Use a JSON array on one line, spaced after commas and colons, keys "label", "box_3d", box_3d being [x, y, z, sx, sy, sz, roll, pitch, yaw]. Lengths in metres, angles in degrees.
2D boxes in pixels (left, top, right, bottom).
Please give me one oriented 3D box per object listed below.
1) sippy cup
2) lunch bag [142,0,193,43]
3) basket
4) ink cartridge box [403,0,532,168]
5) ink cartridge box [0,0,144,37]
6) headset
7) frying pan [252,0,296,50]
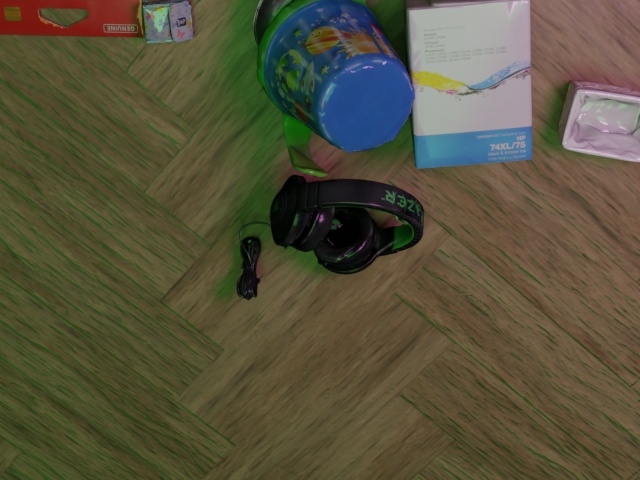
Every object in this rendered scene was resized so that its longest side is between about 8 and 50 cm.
[{"label": "sippy cup", "box_3d": [0.038, -0.263, 1.614, 0.240, 0.224, 0.305, -22, 127, -9]}, {"label": "lunch bag", "box_3d": [-0.268, -0.387, 1.734, 0.083, 0.053, 0.071, -3, 115, -5]}, {"label": "basket", "box_3d": [0.508, -0.214, 1.730, 0.167, 0.103, 0.113, 9, 113, -1]}, {"label": "ink cartridge box", "box_3d": [0.245, -0.285, 1.664, 0.197, 0.198, 0.270, -4, 114, 5]}, {"label": "ink cartridge box", "box_3d": [-0.460, -0.477, 1.700, 0.296, 0.066, 0.261, 2, 112, 3]}, {"label": "headset", "box_3d": [0.000, 0.000, 1.785, 0.394, 0.185, 0.243, -11, 153, 39]}, {"label": "frying pan", "box_3d": [-0.046, -0.316, 1.717, 0.197, 0.053, 0.326, 15, 113, -30]}]
